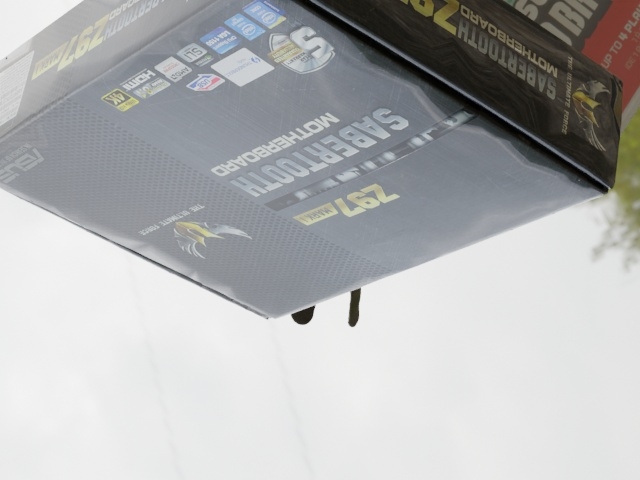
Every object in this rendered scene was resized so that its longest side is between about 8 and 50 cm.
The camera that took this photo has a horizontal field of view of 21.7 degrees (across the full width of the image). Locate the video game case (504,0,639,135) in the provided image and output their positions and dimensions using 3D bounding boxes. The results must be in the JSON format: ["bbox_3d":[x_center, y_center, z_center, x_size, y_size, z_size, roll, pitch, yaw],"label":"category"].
[{"bbox_3d":[0.122,-0.193,1.122,0.285,0.204,0.025,35,175,-17],"label":"video game case"}]

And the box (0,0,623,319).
[{"bbox_3d":[-0.018,-0.048,0.711,0.183,0.232,0.059,28,-121,-31],"label":"box"}]

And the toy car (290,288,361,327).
[{"bbox_3d":[0.000,0.000,1.799,0.155,0.149,0.188,3,-101,-42],"label":"toy car"}]
